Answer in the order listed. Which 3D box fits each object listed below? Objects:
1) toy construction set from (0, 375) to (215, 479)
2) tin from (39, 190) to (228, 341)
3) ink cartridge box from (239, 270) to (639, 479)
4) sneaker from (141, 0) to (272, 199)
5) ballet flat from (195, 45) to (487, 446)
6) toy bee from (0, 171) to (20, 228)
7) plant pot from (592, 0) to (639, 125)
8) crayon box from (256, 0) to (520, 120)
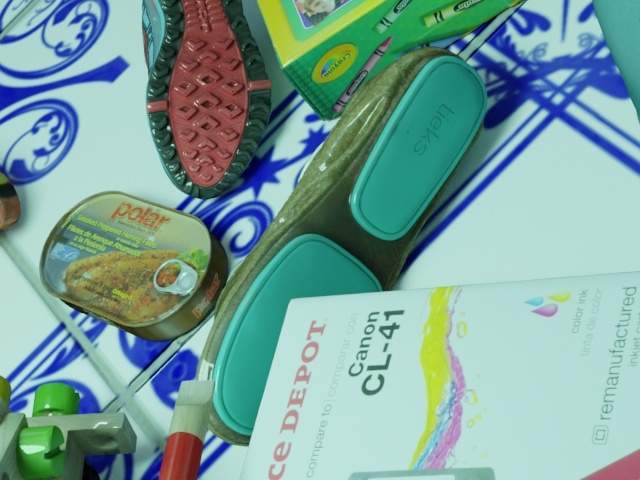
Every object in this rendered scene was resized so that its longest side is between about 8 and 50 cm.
[{"bbox_3d":[-0.184,0.161,1.140,0.309,0.257,0.237,-21,40,31],"label":"toy construction set"},{"bbox_3d":[-0.153,0.020,1.367,0.189,0.040,0.106,19,75,42],"label":"tin"},{"bbox_3d":[0.107,0.147,1.014,0.306,0.131,0.226,-5,55,34],"label":"ink cartridge box"},{"bbox_3d":[-0.101,-0.152,1.426,0.104,0.125,0.262,-3,73,-7],"label":"sneaker"},{"bbox_3d":[0.000,0.000,1.233,0.124,0.116,0.342,0,56,59],"label":"ballet flat"},{"bbox_3d":[-0.430,-0.026,1.485,0.298,0.162,0.195,-26,4,-12],"label":"toy bee"},{"bbox_3d":[0.285,-0.196,1.058,0.271,0.255,0.272,-18,50,23],"label":"plant pot"},{"bbox_3d":[0.079,-0.241,1.361,0.278,0.081,0.165,-32,45,13],"label":"crayon box"}]
